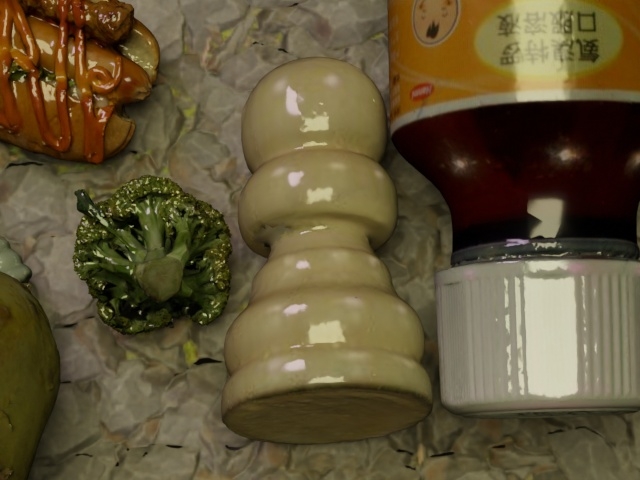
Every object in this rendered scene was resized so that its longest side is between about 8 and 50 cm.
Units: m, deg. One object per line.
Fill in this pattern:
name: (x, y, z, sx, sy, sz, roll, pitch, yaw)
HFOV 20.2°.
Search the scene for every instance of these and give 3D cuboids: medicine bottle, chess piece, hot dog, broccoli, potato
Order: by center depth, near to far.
potato: (-0.310, 0.153, 1.331, 0.210, 0.173, 0.307, 6, 59, 4)
medicine bottle: (0.179, -0.059, 1.390, 0.242, 0.242, 0.395, -6, 83, 0)
chess piece: (0.000, 0.000, 1.421, 0.167, 0.167, 0.300, -3, 67, 1)
broccoli: (-0.132, 0.014, 1.430, 0.130, 0.120, 0.131, 1, 107, -13)
hot dog: (-0.303, -0.179, 1.489, 0.349, 0.117, 0.158, 23, 77, 8)

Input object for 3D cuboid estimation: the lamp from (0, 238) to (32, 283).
lamp: (-0.316, -0.023, 1.461, 0.106, 0.106, 0.193, -39, 87, -8)
